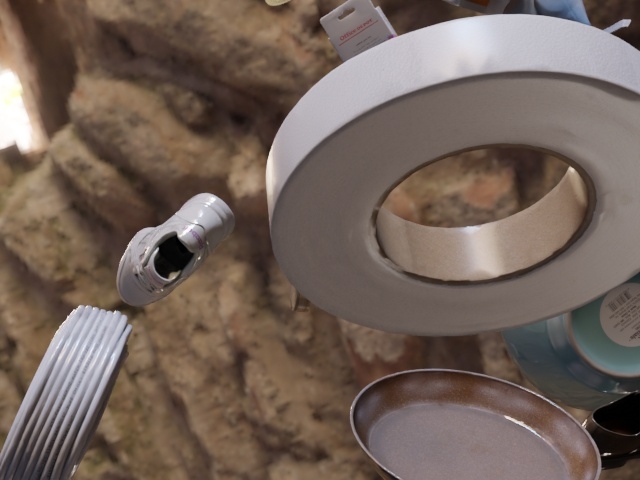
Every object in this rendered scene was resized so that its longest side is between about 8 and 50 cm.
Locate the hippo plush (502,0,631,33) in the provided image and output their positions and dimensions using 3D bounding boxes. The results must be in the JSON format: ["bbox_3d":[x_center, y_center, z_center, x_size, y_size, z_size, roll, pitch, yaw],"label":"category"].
[{"bbox_3d":[0.446,-0.311,2.306,0.236,0.294,0.234,33,59,-51],"label":"hippo plush"}]

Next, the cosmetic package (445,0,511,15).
[{"bbox_3d":[0.304,-0.542,2.390,0.161,0.453,0.230,29,-74,20],"label":"cosmetic package"}]

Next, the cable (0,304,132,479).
[{"bbox_3d":[-0.296,0.193,1.495,0.257,0.089,0.257,-77,-167,-62],"label":"cable"}]

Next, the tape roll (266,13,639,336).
[{"bbox_3d":[0.145,-0.044,1.189,0.392,0.392,0.072,89,-5,-53],"label":"tape roll"}]

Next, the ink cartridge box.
[{"bbox_3d":[0.098,-0.385,2.583,0.198,0.115,0.067,58,14,-8],"label":"ink cartridge box"}]

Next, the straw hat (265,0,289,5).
[{"bbox_3d":[0.004,-0.309,1.441,0.061,0.144,0.144,28,9,-30],"label":"straw hat"}]

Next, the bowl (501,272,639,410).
[{"bbox_3d":[0.421,0.103,1.872,0.163,0.311,0.312,-119,-172,-89],"label":"bowl"}]

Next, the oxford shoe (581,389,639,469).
[{"bbox_3d":[0.455,0.246,1.773,0.083,0.227,0.096,56,-32,38],"label":"oxford shoe"}]

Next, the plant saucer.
[{"bbox_3d":[0.186,0.256,1.595,0.310,0.310,0.050,-131,-136,-55],"label":"plant saucer"}]

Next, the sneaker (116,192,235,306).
[{"bbox_3d":[-0.273,0.033,2.179,0.114,0.152,0.305,45,-49,-5],"label":"sneaker"}]

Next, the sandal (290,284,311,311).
[{"bbox_3d":[-0.001,0.003,2.001,0.088,0.079,0.240,116,-22,-59],"label":"sandal"}]
